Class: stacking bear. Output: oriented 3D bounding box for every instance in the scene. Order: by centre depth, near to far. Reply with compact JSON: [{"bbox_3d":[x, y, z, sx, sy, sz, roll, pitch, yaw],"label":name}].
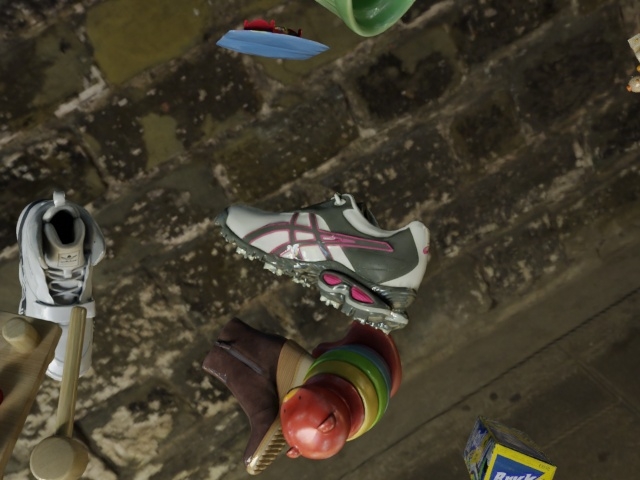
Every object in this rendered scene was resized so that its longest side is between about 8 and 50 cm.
[{"bbox_3d":[0.027,0.268,1.097,0.175,0.164,0.289,-39,-5,25],"label":"stacking bear"}]

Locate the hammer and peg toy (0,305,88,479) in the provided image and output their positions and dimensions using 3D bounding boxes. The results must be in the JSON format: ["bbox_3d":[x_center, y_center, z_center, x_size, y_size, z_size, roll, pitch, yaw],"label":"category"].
[{"bbox_3d":[-0.472,0.214,0.890,0.362,0.127,0.265,10,61,3],"label":"hammer and peg toy"}]

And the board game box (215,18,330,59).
[{"bbox_3d":[-0.066,-0.278,0.863,0.133,0.033,0.169,4,5,-19],"label":"board game box"}]

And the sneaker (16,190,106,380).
[{"bbox_3d":[-0.489,0.084,1.204,0.137,0.365,0.210,-6,-6,-33],"label":"sneaker"}]

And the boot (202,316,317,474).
[{"bbox_3d":[-0.137,0.286,1.206,0.207,0.090,0.248,20,71,22],"label":"boot"}]

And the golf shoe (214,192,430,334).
[{"bbox_3d":[0.000,0.000,0.721,0.273,0.105,0.120,25,90,32],"label":"golf shoe"}]

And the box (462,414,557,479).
[{"bbox_3d":[0.187,0.224,0.650,0.059,0.169,0.054,20,87,10],"label":"box"}]

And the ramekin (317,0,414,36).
[{"bbox_3d":[0.078,-0.493,0.997,0.148,0.303,0.303,35,62,17],"label":"ramekin"}]

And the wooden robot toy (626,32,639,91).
[{"bbox_3d":[0.685,-0.352,1.356,0.079,0.173,0.076,-29,-16,26],"label":"wooden robot toy"}]
